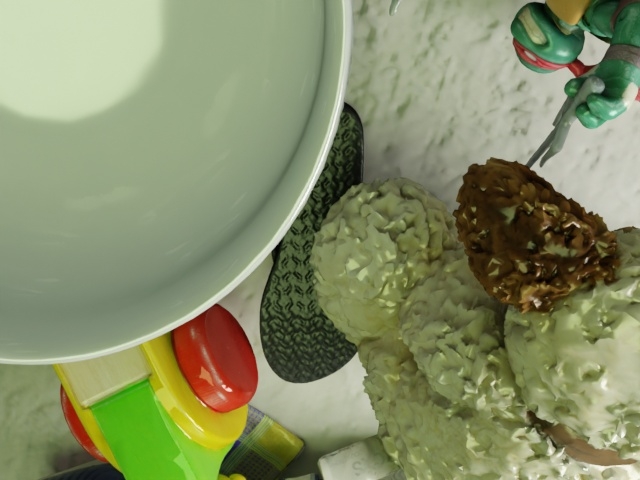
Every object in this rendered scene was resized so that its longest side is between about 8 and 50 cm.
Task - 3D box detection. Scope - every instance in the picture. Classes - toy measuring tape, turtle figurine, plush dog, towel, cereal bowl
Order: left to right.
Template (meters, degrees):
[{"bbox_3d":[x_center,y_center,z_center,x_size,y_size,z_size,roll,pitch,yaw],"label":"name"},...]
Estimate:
[{"bbox_3d":[-0.149,-0.116,0.808,0.339,0.141,0.339,0,105,1],"label":"cereal bowl"},{"bbox_3d":[-0.125,0.030,0.958,0.121,0.121,0.330,-26,92,20],"label":"toy measuring tape"},{"bbox_3d":[-0.057,0.132,1.042,0.083,0.009,0.060,36,119,-14],"label":"towel"},{"bbox_3d":[0.134,0.066,0.821,0.262,0.210,0.225,21,147,-18],"label":"plush dog"},{"bbox_3d":[0.132,-0.152,0.795,0.175,0.118,0.234,49,133,25],"label":"turtle figurine"}]

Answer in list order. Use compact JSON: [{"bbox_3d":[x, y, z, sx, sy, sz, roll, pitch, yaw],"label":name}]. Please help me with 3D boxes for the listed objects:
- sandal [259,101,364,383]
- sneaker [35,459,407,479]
[{"bbox_3d":[0.000,0.000,0.946,0.067,0.040,0.179,4,106,-1],"label":"sandal"},{"bbox_3d":[-0.034,0.242,1.028,0.316,0.127,0.182,-3,122,3],"label":"sneaker"}]
